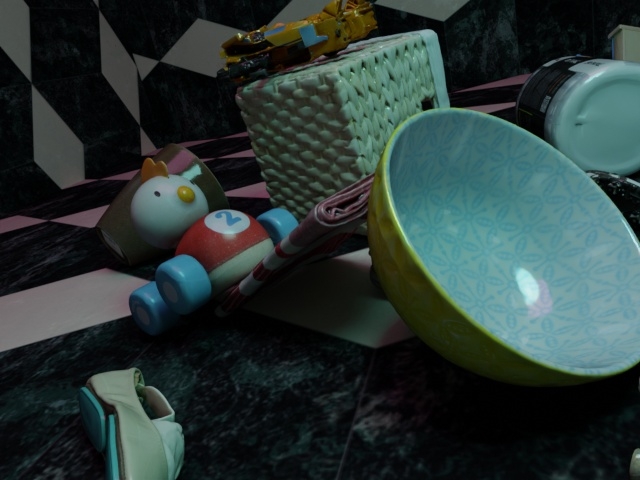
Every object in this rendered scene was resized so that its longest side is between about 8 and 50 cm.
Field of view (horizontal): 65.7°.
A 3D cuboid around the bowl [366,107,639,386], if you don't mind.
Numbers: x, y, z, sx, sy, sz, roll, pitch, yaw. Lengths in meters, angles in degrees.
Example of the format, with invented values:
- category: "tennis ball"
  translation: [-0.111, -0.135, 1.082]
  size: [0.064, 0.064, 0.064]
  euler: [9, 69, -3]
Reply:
- category: "bowl"
  translation: [0.159, 0.023, 0.503]
  size: [0.289, 0.289, 0.156]
  euler: [-30, -18, -37]

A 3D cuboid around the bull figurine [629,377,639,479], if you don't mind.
- category: "bull figurine"
  translation: [0.318, 0.107, 0.304]
  size: [0.310, 0.101, 0.188]
  euler: [-30, 24, -36]

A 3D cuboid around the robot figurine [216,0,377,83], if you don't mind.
- category: "robot figurine"
  translation: [-0.056, -0.361, 0.903]
  size: [0.291, 0.085, 0.211]
  euler: [-5, 27, 30]

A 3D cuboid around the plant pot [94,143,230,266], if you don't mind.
- category: "plant pot"
  translation: [-0.354, -0.057, 1.068]
  size: [0.215, 0.215, 0.230]
  euler: [10, 44, 47]

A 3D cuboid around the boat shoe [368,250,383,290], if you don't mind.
- category: "boat shoe"
  translation: [0.205, -0.032, 0.722]
  size: [0.324, 0.116, 0.123]
  euler: [-25, 23, -29]

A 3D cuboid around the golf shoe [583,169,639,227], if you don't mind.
- category: "golf shoe"
  translation: [0.437, -0.076, 0.750]
  size: [0.094, 0.077, 0.198]
  euler: [-19, 22, -16]

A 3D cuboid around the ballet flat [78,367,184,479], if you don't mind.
- category: "ballet flat"
  translation: [-0.171, 0.183, 0.465]
  size: [0.086, 0.086, 0.248]
  euler: [-24, 22, -26]

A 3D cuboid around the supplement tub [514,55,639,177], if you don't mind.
- category: "supplement tub"
  translation: [0.516, -0.255, 0.985]
  size: [0.207, 0.207, 0.338]
  euler: [-10, 21, 10]

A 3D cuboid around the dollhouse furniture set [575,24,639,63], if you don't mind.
- category: "dollhouse furniture set"
  translation: [0.848, -0.407, 1.384]
  size: [0.287, 0.198, 0.303]
  euler: [7, -12, -3]

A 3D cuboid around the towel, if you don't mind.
- category: "towel"
  translation: [0.000, 0.000, 0.668]
  size: [0.237, 0.037, 0.329]
  euler: [-32, -6, -39]

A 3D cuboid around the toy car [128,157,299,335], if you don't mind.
- category: "toy car"
  translation: [-0.196, -0.026, 0.728]
  size: [0.219, 0.238, 0.210]
  euler: [-33, 0, -44]

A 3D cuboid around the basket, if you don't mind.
- category: "basket"
  translation: [0.059, -0.203, 0.984]
  size: [0.266, 0.328, 0.331]
  euler: [-34, 28, -34]
